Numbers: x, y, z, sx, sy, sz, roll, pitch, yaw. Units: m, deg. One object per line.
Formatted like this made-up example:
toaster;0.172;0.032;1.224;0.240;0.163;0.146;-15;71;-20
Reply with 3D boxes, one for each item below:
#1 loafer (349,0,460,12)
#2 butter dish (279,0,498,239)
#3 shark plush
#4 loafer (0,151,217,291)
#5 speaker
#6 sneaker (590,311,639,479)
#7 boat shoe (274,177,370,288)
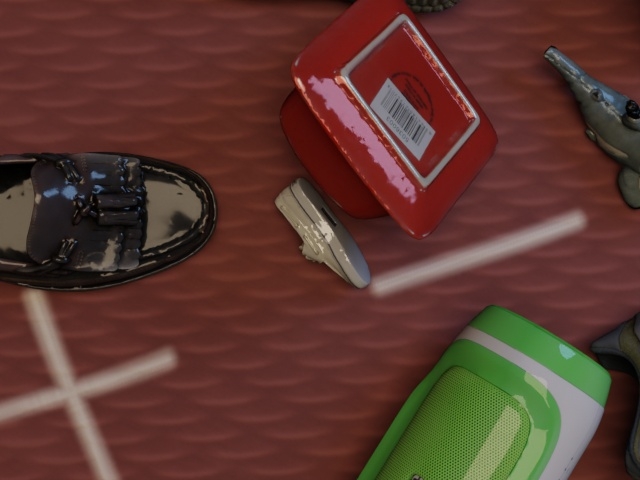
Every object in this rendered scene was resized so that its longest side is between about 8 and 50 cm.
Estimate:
loafer;-0.004;-0.242;0.928;0.251;0.094;0.087;10;62;-12
butter dish;0.032;-0.084;0.906;0.160;0.118;0.160;53;45;-11
shark plush;0.245;-0.099;0.938;0.073;0.067;0.161;-35;90;-4
loafer;-0.229;-0.016;0.890;0.302;0.095;0.109;-1;88;-4
speaker;0.093;0.199;0.888;0.131;0.131;0.296;32;86;-2
sneaker;0.295;0.178;0.891;0.121;0.111;0.300;-19;60;9
boat shoe;0.000;0.000;0.939;0.035;0.035;0.100;-35;94;23
